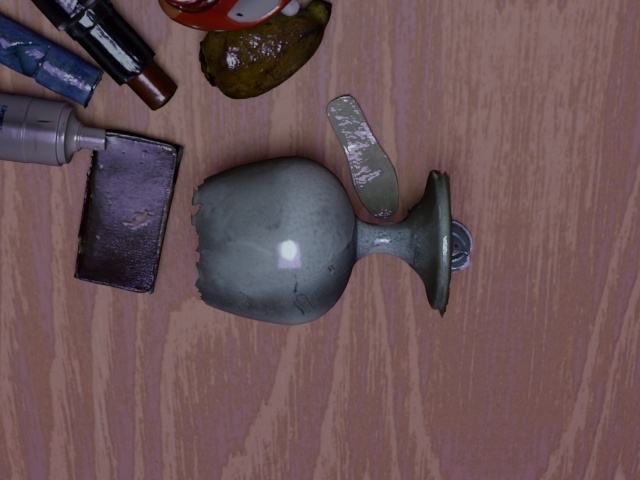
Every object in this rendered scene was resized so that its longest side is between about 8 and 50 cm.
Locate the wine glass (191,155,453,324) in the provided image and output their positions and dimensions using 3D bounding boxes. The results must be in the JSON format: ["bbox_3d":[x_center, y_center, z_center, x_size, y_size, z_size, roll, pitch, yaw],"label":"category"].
[{"bbox_3d":[0.000,0.000,1.190,0.323,0.238,0.237,-3,112,0],"label":"wine glass"}]

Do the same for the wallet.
[{"bbox_3d":[-0.273,-0.040,1.271,0.122,0.031,0.232,13,110,-6],"label":"wallet"}]

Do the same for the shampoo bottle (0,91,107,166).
[{"bbox_3d":[-0.433,-0.152,1.185,0.304,0.092,0.092,7,112,-4],"label":"shampoo bottle"}]

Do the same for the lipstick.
[{"bbox_3d":[-0.297,-0.286,1.146,0.081,0.081,0.299,-38,111,12],"label":"lipstick"}]

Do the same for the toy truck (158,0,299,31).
[{"bbox_3d":[-0.061,-0.343,1.080,0.239,0.189,0.265,34,109,-23],"label":"toy truck"}]

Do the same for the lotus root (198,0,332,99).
[{"bbox_3d":[-0.065,-0.253,1.165,0.191,0.094,0.108,-24,146,2],"label":"lotus root"}]

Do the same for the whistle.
[{"bbox_3d":[-0.428,-0.268,1.159,0.304,0.062,0.062,28,108,-13],"label":"whistle"}]

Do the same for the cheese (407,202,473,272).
[{"bbox_3d":[0.178,-0.008,1.306,0.067,0.026,0.120,-29,104,8],"label":"cheese"}]

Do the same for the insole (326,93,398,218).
[{"bbox_3d":[0.063,-0.115,1.267,0.063,0.010,0.192,-23,112,7],"label":"insole"}]
